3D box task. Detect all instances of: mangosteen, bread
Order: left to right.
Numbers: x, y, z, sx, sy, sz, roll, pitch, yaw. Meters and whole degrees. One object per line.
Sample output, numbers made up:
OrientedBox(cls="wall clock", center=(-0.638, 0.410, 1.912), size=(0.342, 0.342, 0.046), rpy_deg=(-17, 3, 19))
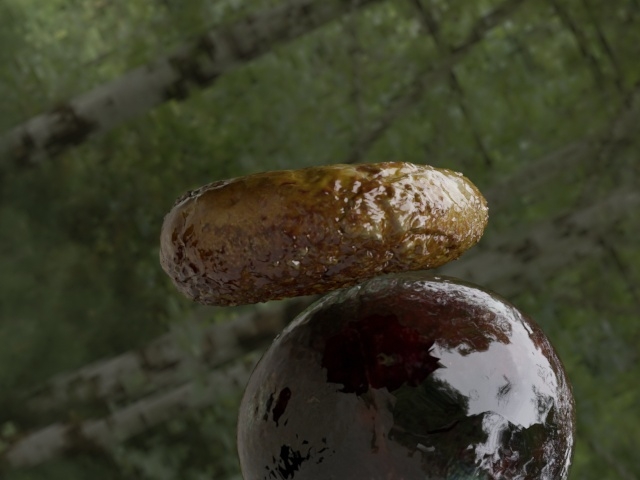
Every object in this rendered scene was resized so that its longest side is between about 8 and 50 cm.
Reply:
OrientedBox(cls="bread", center=(0.000, 0.000, 0.977), size=(0.193, 0.193, 0.064), rpy_deg=(53, 30, -82))
OrientedBox(cls="mangosteen", center=(0.061, 0.112, 1.140), size=(0.216, 0.216, 0.216), rpy_deg=(64, 2, -3))
